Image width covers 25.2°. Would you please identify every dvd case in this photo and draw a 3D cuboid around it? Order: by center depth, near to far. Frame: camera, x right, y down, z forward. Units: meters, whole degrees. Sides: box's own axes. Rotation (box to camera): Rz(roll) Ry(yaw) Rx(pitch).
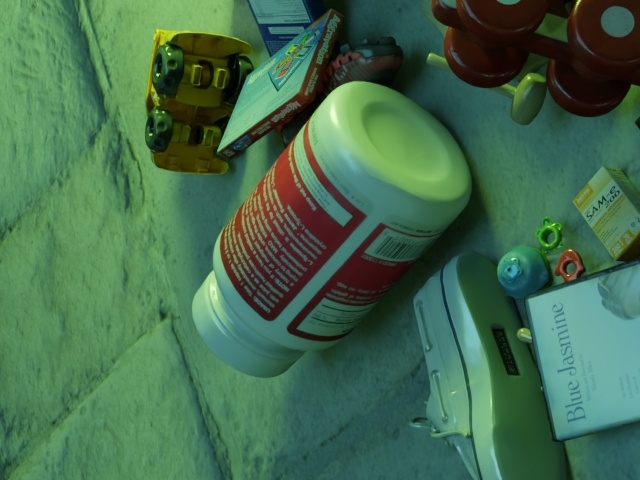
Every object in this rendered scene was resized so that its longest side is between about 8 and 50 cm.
[{"bbox_3d":[0.357,0.114,1.629,0.253,0.022,0.180,-22,71,35],"label":"dvd case"}]

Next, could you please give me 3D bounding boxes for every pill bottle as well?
[{"bbox_3d":[0.000,0.000,1.928,0.408,0.229,0.229,-49,53,34],"label":"pill bottle"}]

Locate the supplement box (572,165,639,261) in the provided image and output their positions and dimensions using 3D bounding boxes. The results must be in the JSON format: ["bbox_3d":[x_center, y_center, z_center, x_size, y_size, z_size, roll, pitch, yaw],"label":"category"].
[{"bbox_3d":[0.348,-0.031,1.676,0.062,0.036,0.098,-54,50,31],"label":"supplement box"}]

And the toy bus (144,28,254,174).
[{"bbox_3d":[-0.219,-0.231,2.279,0.211,0.149,0.220,30,112,60],"label":"toy bus"}]

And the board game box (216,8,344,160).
[{"bbox_3d":[-0.061,-0.219,2.053,0.281,0.027,0.145,-27,40,60],"label":"board game box"}]

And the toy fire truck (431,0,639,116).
[{"bbox_3d":[0.281,-0.298,1.626,0.169,0.302,0.254,93,-166,-75],"label":"toy fire truck"}]

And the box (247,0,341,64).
[{"bbox_3d":[-0.040,-0.316,2.090,0.136,0.036,0.225,10,129,49],"label":"box"}]

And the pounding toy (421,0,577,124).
[{"bbox_3d":[0.212,-0.283,1.764,0.269,0.154,0.154,55,129,34],"label":"pounding toy"}]

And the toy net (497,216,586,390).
[{"bbox_3d":[0.293,0.094,1.728,0.122,0.045,0.232,-36,63,29],"label":"toy net"}]

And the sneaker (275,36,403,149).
[{"bbox_3d":[0.034,-0.178,1.998,0.276,0.097,0.135,-38,61,48],"label":"sneaker"}]

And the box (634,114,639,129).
[{"bbox_3d":[0.438,-0.040,1.478,0.044,0.159,0.233,-47,54,34],"label":"box"}]

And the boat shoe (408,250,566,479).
[{"bbox_3d":[0.182,0.206,1.772,0.156,0.135,0.367,-39,56,40],"label":"boat shoe"}]
